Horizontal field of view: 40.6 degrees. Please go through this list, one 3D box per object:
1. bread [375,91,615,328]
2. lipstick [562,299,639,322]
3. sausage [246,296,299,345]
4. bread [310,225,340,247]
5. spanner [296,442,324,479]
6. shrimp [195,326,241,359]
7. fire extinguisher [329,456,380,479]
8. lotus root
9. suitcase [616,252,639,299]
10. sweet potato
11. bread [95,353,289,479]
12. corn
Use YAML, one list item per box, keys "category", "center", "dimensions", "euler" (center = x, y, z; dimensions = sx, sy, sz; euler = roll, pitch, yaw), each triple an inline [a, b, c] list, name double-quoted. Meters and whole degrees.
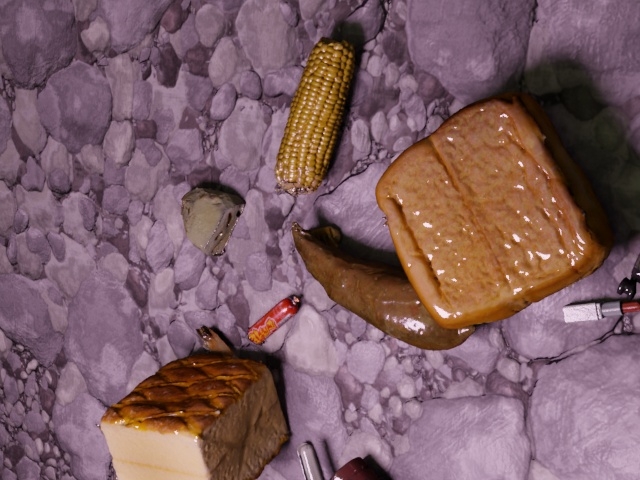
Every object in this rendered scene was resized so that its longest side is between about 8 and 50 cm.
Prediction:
- category: "bread"
  center: [0.277, -0.041, 1.422]
  dimensions: [0.328, 0.148, 0.337]
  euler: [-35, 71, 24]
- category: "lipstick"
  center: [0.461, 0.112, 1.401]
  dimensions: [0.129, 0.030, 0.030]
  euler: [-10, 89, 35]
- category: "sausage"
  center: [-0.091, 0.162, 1.782]
  dimensions: [0.145, 0.048, 0.050]
  euler: [-41, 77, 28]
- category: "bread"
  center: [0.000, 0.000, 1.707]
  dimensions: [0.088, 0.034, 0.049]
  euler: [-9, 96, 35]
- category: "spanner"
  center: [0.015, 0.564, 1.728]
  dimensions: [0.040, 0.095, 0.324]
  euler: [-17, 81, -9]
- category: "shrimp"
  center: [-0.217, 0.261, 1.890]
  dimensions: [0.180, 0.041, 0.099]
  euler: [52, 135, 17]
- category: "fire extinguisher"
  center: [0.153, 0.555, 1.607]
  dimensions: [0.341, 0.105, 0.141]
  euler: [45, 162, 26]
- category: "lotus root"
  center: [-0.250, -0.050, 1.851]
  dimensions: [0.144, 0.070, 0.143]
  euler: [30, 111, 29]
- category: "suitcase"
  center: [0.605, -0.029, 1.211]
  dimensions: [0.230, 0.152, 0.335]
  euler: [29, 111, 28]
- category: "sweet potato"
  center: [0.104, 0.090, 1.590]
  dimensions: [0.423, 0.130, 0.130]
  euler: [28, 110, 33]
- category: "bread"
  center: [-0.249, 0.380, 1.752]
  dimensions: [0.279, 0.279, 0.207]
  euler: [-1, 112, 36]
- category: "corn"
  center: [-0.011, -0.229, 1.645]
  dimensions: [0.115, 0.115, 0.317]
  euler: [25, 109, 30]
